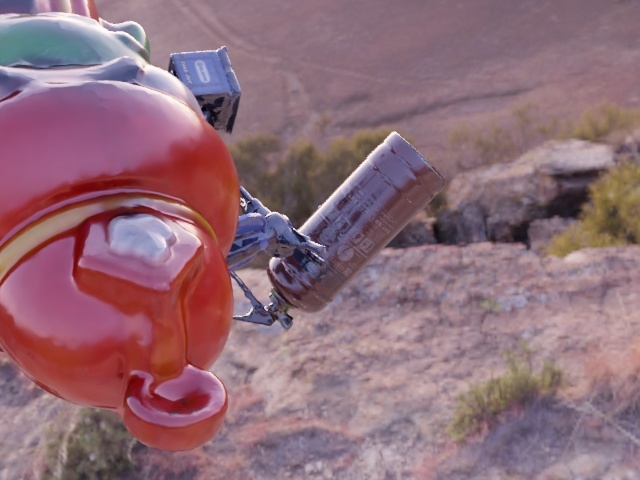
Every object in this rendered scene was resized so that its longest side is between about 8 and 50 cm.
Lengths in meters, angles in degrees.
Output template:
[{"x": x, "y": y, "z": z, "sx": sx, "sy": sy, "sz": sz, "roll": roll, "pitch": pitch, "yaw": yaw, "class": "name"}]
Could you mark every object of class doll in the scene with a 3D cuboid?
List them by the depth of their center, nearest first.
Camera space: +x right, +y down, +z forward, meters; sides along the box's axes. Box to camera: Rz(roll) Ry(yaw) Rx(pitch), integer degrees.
[{"x": -0.139, "y": -0.028, "z": 0.464, "sx": 0.183, "sy": 0.160, "sz": 0.363, "roll": -6, "pitch": 39, "yaw": -32, "class": "doll"}]

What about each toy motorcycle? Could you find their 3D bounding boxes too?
[{"x": -0.143, "y": -0.061, "z": 0.990, "sx": 0.213, "sy": 0.125, "sz": 0.358, "roll": -10, "pitch": 60, "yaw": -21, "class": "toy motorcycle"}]

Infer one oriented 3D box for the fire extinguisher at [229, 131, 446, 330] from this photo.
[{"x": 0.000, "y": 0.000, "z": 1.164, "sx": 0.344, "sy": 0.138, "sz": 0.102, "roll": -45, "pitch": -1, "yaw": 6, "class": "fire extinguisher"}]
